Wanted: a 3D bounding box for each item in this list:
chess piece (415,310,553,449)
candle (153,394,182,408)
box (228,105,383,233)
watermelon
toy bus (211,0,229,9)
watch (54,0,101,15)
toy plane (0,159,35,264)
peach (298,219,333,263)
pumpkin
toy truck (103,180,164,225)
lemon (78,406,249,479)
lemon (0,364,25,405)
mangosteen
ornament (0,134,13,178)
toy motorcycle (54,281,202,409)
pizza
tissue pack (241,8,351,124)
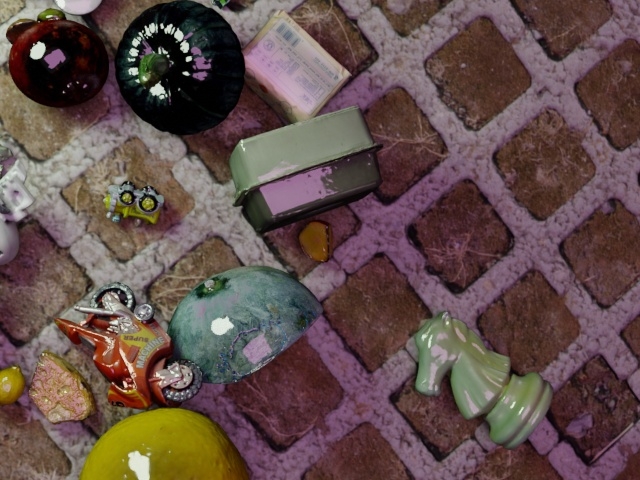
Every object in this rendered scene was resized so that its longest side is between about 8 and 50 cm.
[{"bbox_3d":[0.317,0.287,1.907,0.298,0.176,0.175,35,82,2],"label":"chess piece"},{"bbox_3d":[-0.320,0.260,1.787,0.053,0.048,0.162,-22,97,7],"label":"candle"},{"bbox_3d":[-0.031,-0.132,1.767,0.291,0.220,0.166,-20,86,-13],"label":"box"},{"bbox_3d":[-0.156,0.146,1.755,0.322,0.188,0.175,-33,100,-13],"label":"watermelon"},{"bbox_3d":[-0.211,-0.498,1.815,0.037,0.031,0.083,-42,100,-20],"label":"toy bus"},{"bbox_3d":[-0.487,-0.532,1.646,0.248,0.217,0.210,2,86,-13],"label":"watch"},{"bbox_3d":[-0.638,-0.064,1.667,0.252,0.118,0.252,0,107,0],"label":"toy plane"},{"bbox_3d":[0.000,0.000,1.860,0.077,0.050,0.083,-44,91,14],"label":"peach"},{"bbox_3d":[-0.268,-0.315,1.681,0.248,0.248,0.248,0,91,-14],"label":"pumpkin"},{"bbox_3d":[-0.361,-0.066,1.766,0.111,0.076,0.077,12,108,-13],"label":"toy truck"},{"bbox_3d":[-0.279,0.454,1.654,0.336,0.336,0.336,0,91,-14],"label":"lemon"},{"bbox_3d":[-0.582,0.270,1.715,0.062,0.062,0.083,24,85,-13],"label":"lemon"},{"bbox_3d":[-0.484,-0.340,1.688,0.200,0.200,0.199,0,91,-14],"label":"mangosteen"},{"bbox_3d":[-0.609,-0.155,1.712,0.068,0.041,0.092,-19,112,-5],"label":"ornament"},{"bbox_3d":[-0.353,0.205,1.699,0.171,0.089,0.298,-40,65,-14],"label":"toy motorcycle"},{"bbox_3d":[-0.496,0.286,1.751,0.099,0.036,0.160,-40,99,-11],"label":"pizza"},{"bbox_3d":[-0.061,-0.334,1.822,0.196,0.092,0.148,42,81,-9],"label":"tissue pack"}]
